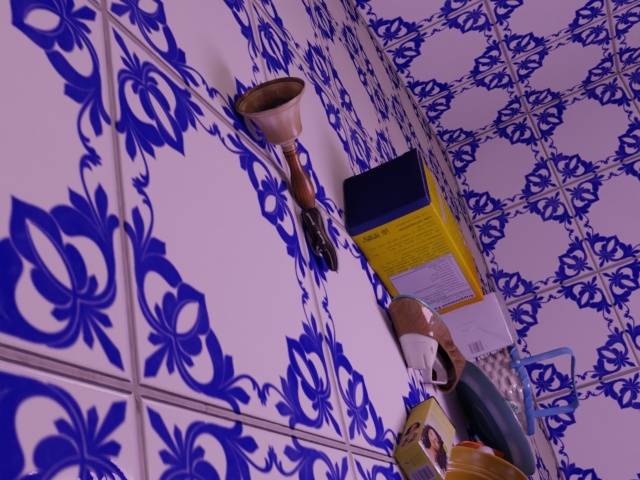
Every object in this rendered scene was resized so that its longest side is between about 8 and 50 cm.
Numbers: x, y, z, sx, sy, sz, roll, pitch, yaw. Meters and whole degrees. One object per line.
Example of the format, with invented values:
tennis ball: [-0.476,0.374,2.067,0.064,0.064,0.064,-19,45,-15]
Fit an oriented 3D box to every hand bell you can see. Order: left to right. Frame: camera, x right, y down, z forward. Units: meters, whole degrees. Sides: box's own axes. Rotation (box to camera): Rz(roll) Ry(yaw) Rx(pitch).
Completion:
hand bell: [-0.050,-0.152,1.261,0.126,0.126,0.242,-87,160,-54]

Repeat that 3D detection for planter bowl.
planter bowl: [0.292,0.490,1.371,0.217,0.217,0.090,-33,135,-72]

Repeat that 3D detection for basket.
basket: [0.565,0.416,1.968,0.201,0.288,0.255,-101,172,-55]

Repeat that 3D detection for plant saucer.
plant saucer: [0.424,0.451,1.784,0.318,0.043,0.318,60,-10,18]

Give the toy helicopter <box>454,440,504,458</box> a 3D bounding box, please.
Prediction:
toy helicopter: [0.405,0.578,1.675,0.235,0.140,0.355,64,5,20]

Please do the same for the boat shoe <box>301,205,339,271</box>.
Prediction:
boat shoe: [0.000,0.000,1.286,0.046,0.038,0.125,-15,-87,66]

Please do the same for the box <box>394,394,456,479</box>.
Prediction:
box: [0.203,0.381,1.354,0.087,0.058,0.232,55,17,0]

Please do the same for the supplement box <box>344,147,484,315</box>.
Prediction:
supplement box: [0.221,-0.001,1.676,0.357,0.194,0.195,55,21,-35]

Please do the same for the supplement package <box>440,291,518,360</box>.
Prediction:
supplement package: [0.430,0.243,1.985,0.203,0.194,0.149,10,59,-69]

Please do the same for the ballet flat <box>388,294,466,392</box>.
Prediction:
ballet flat: [0.242,0.253,1.608,0.342,0.116,0.124,53,41,-47]
